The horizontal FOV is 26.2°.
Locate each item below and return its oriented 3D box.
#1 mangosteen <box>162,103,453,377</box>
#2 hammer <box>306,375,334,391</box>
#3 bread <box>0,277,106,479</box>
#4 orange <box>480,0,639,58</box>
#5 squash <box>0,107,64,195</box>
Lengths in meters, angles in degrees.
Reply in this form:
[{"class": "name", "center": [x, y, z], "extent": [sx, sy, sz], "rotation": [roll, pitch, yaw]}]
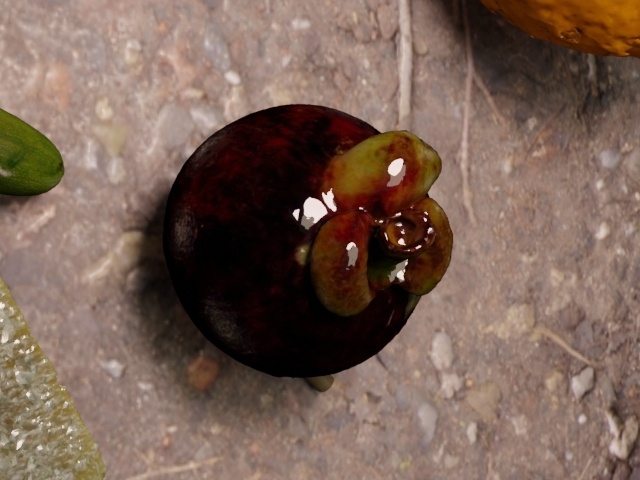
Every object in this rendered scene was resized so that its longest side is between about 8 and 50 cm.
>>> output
[{"class": "mangosteen", "center": [0.000, 0.000, 1.093], "extent": [0.228, 0.265, 0.228], "rotation": [0, 89, -37]}, {"class": "hammer", "center": [0.016, 0.086, 1.257], "extent": [0.035, 0.019, 0.110], "rotation": [48, 57, -24]}, {"class": "bread", "center": [-0.284, 0.138, 1.013], "extent": [0.207, 0.056, 0.287], "rotation": [-41, 109, -32]}, {"class": "orange", "center": [0.290, -0.332, 1.275], "extent": [0.340, 0.340, 0.293], "rotation": [-17, 123, -35]}, {"class": "squash", "center": [-0.299, -0.096, 1.006], "extent": [0.258, 0.069, 0.069], "rotation": [29, 71, -31]}]
